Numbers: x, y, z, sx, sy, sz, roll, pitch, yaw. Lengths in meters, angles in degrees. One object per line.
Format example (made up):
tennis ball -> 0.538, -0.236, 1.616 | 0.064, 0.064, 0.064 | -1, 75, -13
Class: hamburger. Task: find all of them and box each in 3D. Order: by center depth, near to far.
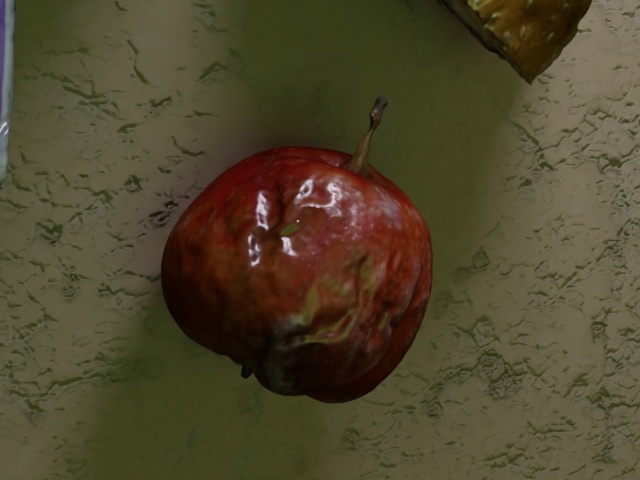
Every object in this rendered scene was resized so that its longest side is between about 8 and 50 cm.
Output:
hamburger -> 0.138, -0.311, 1.571 | 0.330, 0.162, 0.209 | 39, 91, -26

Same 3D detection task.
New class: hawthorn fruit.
hawthorn fruit -> 0.000, 0.000, 1.582 | 0.242, 0.242, 0.271 | 27, 96, -30

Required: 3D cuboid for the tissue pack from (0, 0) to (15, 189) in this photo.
tissue pack -> -0.402, -0.162, 1.346 | 0.338, 0.160, 0.242 | 5, 83, -29
